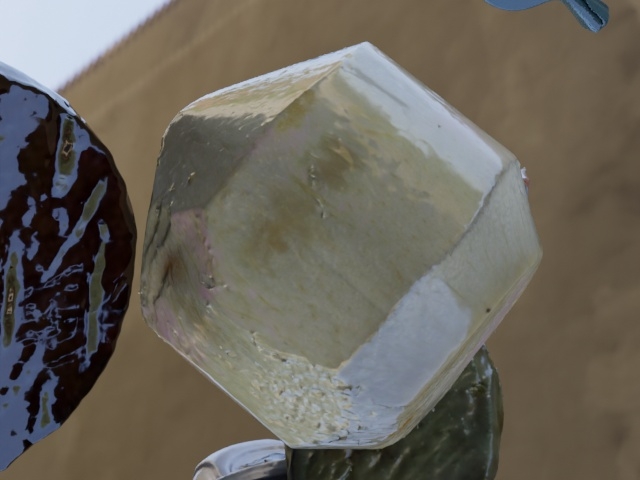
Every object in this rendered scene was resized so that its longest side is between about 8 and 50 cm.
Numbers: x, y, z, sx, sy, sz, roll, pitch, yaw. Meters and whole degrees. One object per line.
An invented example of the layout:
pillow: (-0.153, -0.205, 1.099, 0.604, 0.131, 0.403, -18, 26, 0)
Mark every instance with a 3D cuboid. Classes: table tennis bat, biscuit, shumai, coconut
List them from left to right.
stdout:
biscuit: (-0.355, 0.028, 1.484, 0.091, 0.407, 0.407, 32, -79, 53)
coconut: (0.000, 0.002, 1.000, 0.241, 0.241, 0.241, -33, -132, 46)
shumai: (0.060, 0.149, 1.430, 0.218, 0.189, 0.256, 49, 37, -81)
table tennis bat: (0.223, -0.262, 1.663, 0.124, 0.201, 0.033, -43, -134, 17)

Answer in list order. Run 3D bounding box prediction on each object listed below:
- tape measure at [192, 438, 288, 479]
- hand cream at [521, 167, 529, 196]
tape measure: (-0.030, 0.252, 1.558, 0.197, 0.236, 0.120, 15, -72, 36)
hand cream: (0.235, -0.065, 2.080, 0.216, 0.052, 0.038, -64, 145, -83)
